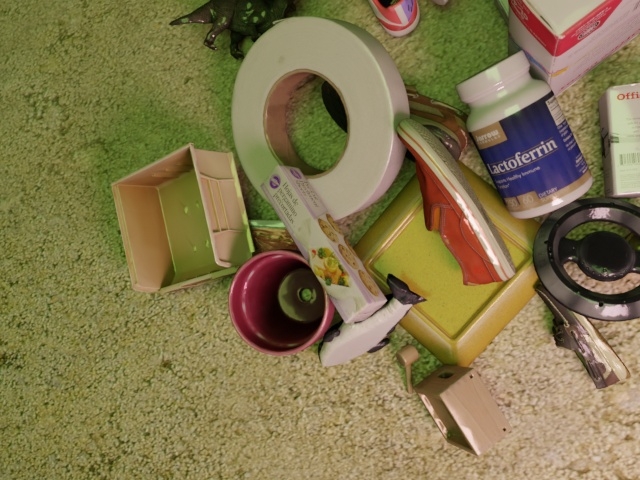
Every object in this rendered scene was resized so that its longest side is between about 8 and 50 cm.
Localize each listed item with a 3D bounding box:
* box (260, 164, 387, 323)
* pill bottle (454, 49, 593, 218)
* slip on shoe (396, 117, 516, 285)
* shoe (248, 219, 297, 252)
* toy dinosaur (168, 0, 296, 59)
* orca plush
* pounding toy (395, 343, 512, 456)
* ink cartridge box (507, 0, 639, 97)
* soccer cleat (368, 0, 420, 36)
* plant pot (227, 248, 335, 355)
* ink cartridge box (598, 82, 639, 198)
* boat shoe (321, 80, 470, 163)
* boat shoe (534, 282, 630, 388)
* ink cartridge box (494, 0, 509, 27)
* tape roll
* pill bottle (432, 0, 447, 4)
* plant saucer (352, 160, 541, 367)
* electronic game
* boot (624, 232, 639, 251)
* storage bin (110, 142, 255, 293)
[{"bbox_3d":[0.000,0.000,0.979,0.063,0.067,0.324,-45,63,27],"label":"box"},{"bbox_3d":[0.351,-0.185,0.945,0.153,0.153,0.264,-28,98,14],"label":"pill bottle"},{"bbox_3d":[0.217,-0.059,0.930,0.101,0.123,0.331,-29,100,24],"label":"slip on shoe"},{"bbox_3d":[-0.132,-0.002,1.160,0.178,0.063,0.081,1,86,13],"label":"shoe"},{"bbox_3d":[-0.170,-0.488,1.173,0.314,0.121,0.160,2,77,21],"label":"toy dinosaur"},{"bbox_3d":[0.077,0.140,1.050,0.151,0.287,0.102,2,53,-21],"label":"orca plush"},{"bbox_3d":[0.235,0.275,1.017,0.094,0.181,0.206,-31,88,-15],"label":"pounding toy"},{"bbox_3d":[0.433,-0.381,0.878,0.226,0.306,0.131,-37,78,12],"label":"ink cartridge box"},{"bbox_3d":[0.102,-0.566,1.077,0.109,0.116,0.318,-27,82,14],"label":"soccer cleat"},{"bbox_3d":[-0.057,0.117,1.075,0.201,0.180,0.201,0,88,16],"label":"plant pot"},{"bbox_3d":[0.579,-0.175,0.948,0.140,0.082,0.190,-4,86,16],"label":"ink cartridge box"},{"bbox_3d":[0.152,-0.248,1.067,0.324,0.122,0.120,32,64,24],"label":"boat shoe"},{"bbox_3d":[0.461,0.173,0.974,0.073,0.080,0.223,-40,85,10],"label":"boat shoe"},{"bbox_3d":[0.405,-0.487,1.015,0.150,0.063,0.109,-26,82,15],"label":"ink cartridge box"},{"bbox_3d":[-0.014,-0.230,1.048,0.392,0.072,0.392,12,111,34],"label":"tape roll"},{"bbox_3d":[0.283,-0.578,1.015,0.136,0.136,0.245,44,101,13],"label":"pill bottle"},{"bbox_3d":[0.246,0.038,1.042,0.333,0.081,0.333,42,100,14],"label":"plant saucer"},{"bbox_3d":[0.485,0.028,0.920,0.229,0.048,0.229,-5,64,11],"label":"electronic game"},{"bbox_3d":[0.681,0.024,0.898,0.305,0.115,0.112,6,95,19],"label":"boot"},{"bbox_3d":[-0.293,-0.034,1.140,0.262,0.123,0.260,-17,84,33],"label":"storage bin"}]
